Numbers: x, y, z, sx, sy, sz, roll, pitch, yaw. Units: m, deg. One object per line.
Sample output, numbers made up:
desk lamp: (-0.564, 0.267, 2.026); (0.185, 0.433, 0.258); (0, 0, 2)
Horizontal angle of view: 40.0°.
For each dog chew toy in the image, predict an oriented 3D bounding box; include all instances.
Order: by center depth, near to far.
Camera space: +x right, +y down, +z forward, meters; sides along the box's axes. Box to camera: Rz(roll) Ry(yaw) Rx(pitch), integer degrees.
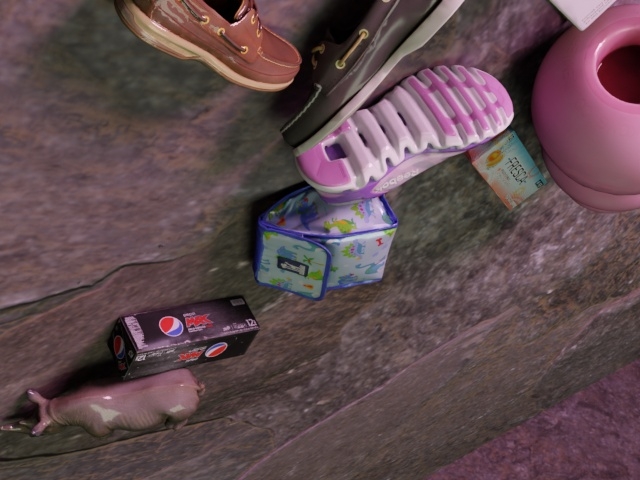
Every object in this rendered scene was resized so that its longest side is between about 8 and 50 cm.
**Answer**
dog chew toy: (0.350, -0.128, 1.030); (0.206, 0.206, 0.332); (-33, 160, 1)

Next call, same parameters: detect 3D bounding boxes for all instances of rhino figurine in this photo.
rhino figurine: (-0.255, 0.198, 1.048); (0.243, 0.073, 0.106); (-7, 160, -12)

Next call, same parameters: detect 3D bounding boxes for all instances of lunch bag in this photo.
lunch bag: (0.000, 0.000, 0.988); (0.151, 0.096, 0.129); (-9, 149, -12)

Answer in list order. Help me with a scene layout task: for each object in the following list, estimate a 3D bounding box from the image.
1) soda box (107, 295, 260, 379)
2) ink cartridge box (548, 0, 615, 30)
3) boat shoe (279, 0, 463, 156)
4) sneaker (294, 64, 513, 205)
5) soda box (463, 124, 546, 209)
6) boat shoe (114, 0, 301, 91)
soda box: (-0.159, 0.113, 1.039); (0.169, 0.053, 0.060); (-7, 143, -38)
ink cartridge box: (0.283, -0.286, 0.804); (0.189, 0.097, 0.255); (-44, 149, 21)
boat shoe: (0.035, -0.168, 0.778); (0.228, 0.069, 0.081); (-43, -170, 27)
sneaker: (0.085, -0.101, 0.917); (0.236, 0.095, 0.104); (-22, 157, -9)
soda box: (0.217, -0.101, 1.072); (0.063, 0.058, 0.183); (-38, 152, 11)
boat shoe: (-0.071, -0.164, 0.676); (0.060, 0.064, 0.178); (-44, 147, 25)
